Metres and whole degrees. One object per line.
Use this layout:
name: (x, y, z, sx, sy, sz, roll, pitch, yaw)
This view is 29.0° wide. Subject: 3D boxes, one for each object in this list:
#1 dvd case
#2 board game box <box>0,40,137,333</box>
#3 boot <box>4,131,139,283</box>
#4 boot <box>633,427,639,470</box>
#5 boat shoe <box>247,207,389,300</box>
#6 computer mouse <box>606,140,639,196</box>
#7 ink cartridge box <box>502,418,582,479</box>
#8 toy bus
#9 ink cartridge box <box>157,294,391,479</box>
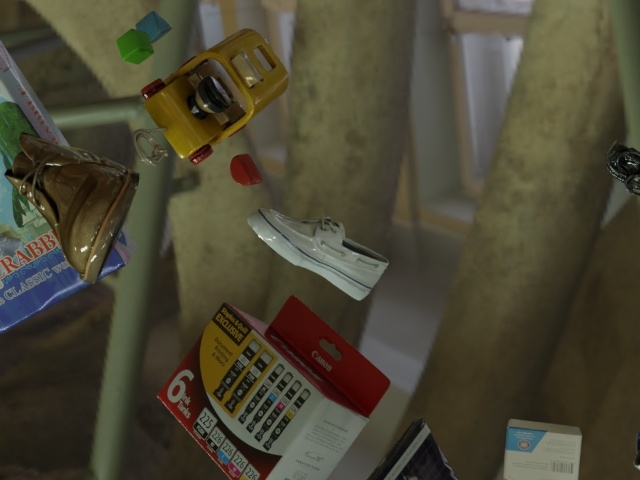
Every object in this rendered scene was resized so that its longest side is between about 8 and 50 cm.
dvd case: (0.135, 0.351, 1.505, 0.018, 0.221, 0.164, -20, -165, 40)
board game box: (-0.431, -0.039, 1.425, 0.319, 0.318, 0.066, -29, -165, 13)
boot: (-0.242, -0.040, 1.163, 0.115, 0.112, 0.305, 28, -178, -19)
boot: (0.430, 0.294, 1.506, 0.123, 0.258, 0.095, 17, 168, -17)
boat shoe: (0.000, 0.000, 1.684, 0.226, 0.076, 0.083, 32, -166, -39)
computer mouse: (0.525, -0.156, 1.662, 0.188, 0.272, 0.072, 35, -142, 11)
ink cartridge box: (0.272, 0.302, 1.540, 0.092, 0.143, 0.090, 6, 179, 10)
toy bus: (-0.110, -0.162, 1.337, 0.104, 0.202, 0.191, -32, 145, 28)
ink cartridge box: (-0.079, 0.244, 2.020, 0.130, 0.272, 0.309, 33, -176, -46)
